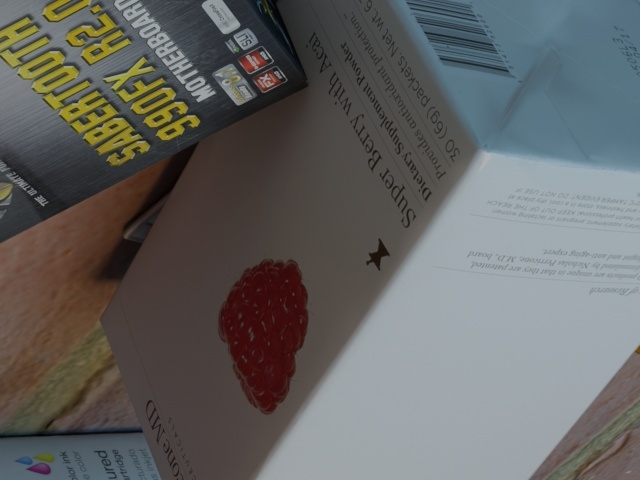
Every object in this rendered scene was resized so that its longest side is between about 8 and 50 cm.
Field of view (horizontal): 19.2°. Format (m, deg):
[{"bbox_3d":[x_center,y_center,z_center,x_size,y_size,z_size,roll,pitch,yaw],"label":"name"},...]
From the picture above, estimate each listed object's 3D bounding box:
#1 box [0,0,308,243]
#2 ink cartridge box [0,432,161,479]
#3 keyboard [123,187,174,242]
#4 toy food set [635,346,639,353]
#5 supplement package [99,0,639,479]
[{"bbox_3d":[-0.130,-0.096,0.789,0.183,0.056,0.231,-27,150,7],"label":"box"},{"bbox_3d":[-0.203,0.225,1.089,0.278,0.201,0.117,2,138,-39],"label":"ink cartridge box"},{"bbox_3d":[0.000,0.000,1.086,0.072,0.014,0.256,-43,145,26],"label":"keyboard"},{"bbox_3d":[0.220,-0.053,1.125,0.111,0.104,0.232,-9,130,-3],"label":"toy food set"},{"bbox_3d":[0.041,0.010,0.942,0.175,0.177,0.293,4,133,-34],"label":"supplement package"}]
